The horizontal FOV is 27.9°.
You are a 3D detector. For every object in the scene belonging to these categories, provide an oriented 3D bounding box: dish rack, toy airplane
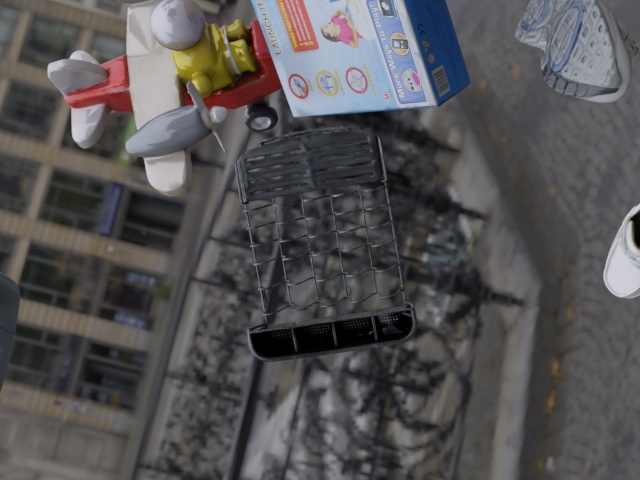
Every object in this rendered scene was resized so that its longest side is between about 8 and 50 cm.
[{"bbox_3d":[0.000,0.000,1.580,0.074,0.208,0.272,-35,-64,-80],"label":"dish rack"},{"bbox_3d":[-0.253,-0.294,2.095,0.384,0.386,0.272,-47,-17,-25],"label":"toy airplane"}]

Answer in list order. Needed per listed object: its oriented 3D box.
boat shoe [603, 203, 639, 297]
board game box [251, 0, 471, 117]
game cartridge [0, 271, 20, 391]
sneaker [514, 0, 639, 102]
[{"bbox_3d":[0.477,-0.006,1.885,0.096,0.098,0.277,-30,-26,-39],"label":"boat shoe"},{"bbox_3d":[0.038,-0.341,1.883,0.302,0.086,0.308,2,119,46],"label":"board game box"},{"bbox_3d":[-0.417,0.151,1.364,0.198,0.062,0.297,43,-122,-56],"label":"game cartridge"},{"bbox_3d":[0.324,-0.230,1.515,0.111,0.129,0.297,-60,14,23],"label":"sneaker"}]
